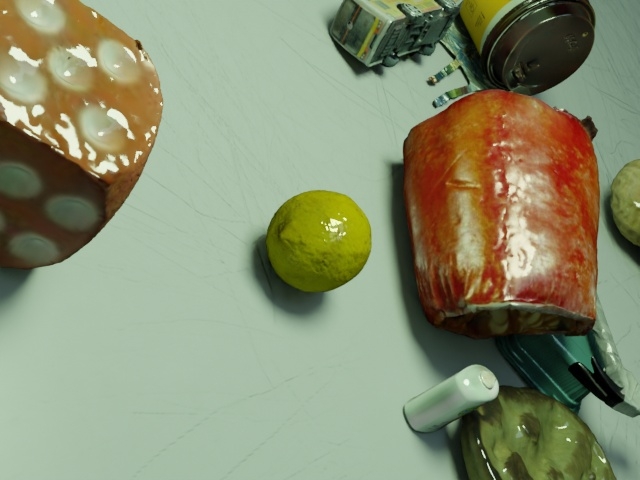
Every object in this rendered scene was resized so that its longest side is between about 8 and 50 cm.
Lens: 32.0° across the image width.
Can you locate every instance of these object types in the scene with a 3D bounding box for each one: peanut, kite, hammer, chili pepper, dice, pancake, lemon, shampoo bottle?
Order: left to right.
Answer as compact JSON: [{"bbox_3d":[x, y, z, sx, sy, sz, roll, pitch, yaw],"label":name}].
[{"bbox_3d":[-0.247,-0.092,0.917,0.175,0.174,0.179,31,45,-31],"label":"dice"},{"bbox_3d":[0.000,0.000,1.177,0.133,0.109,0.109,-9,68,-55],"label":"lemon"},{"bbox_3d":[0.210,-0.293,1.761,0.169,0.015,0.310,56,34,5],"label":"kite"},{"bbox_3d":[0.148,0.170,1.211,0.072,0.099,0.043,-1,62,-50],"label":"shampoo bottle"},{"bbox_3d":[0.226,-0.004,1.382,0.251,0.229,0.305,25,54,-33],"label":"chili pepper"},{"bbox_3d":[0.261,0.290,1.287,0.294,0.049,0.294,34,37,-31],"label":"pancake"},{"bbox_3d":[0.355,0.045,1.500,0.152,0.044,0.427,21,43,-33],"label":"hammer"},{"bbox_3d":[0.571,-0.025,1.868,0.233,0.110,0.197,48,35,-5],"label":"peanut"}]

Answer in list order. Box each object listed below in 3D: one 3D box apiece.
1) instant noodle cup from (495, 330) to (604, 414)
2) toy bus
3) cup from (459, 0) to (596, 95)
[{"bbox_3d":[0.317,0.133,1.472,0.157,0.070,0.179,48,36,-6],"label":"instant noodle cup"},{"bbox_3d":[0.115,-0.319,1.596,0.106,0.092,0.268,38,32,15],"label":"toy bus"},{"bbox_3d":[0.309,-0.379,1.793,0.196,0.196,0.280,15,39,-42],"label":"cup"}]
